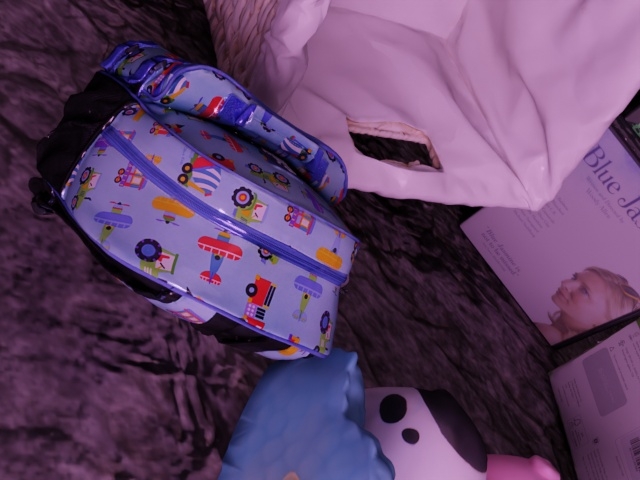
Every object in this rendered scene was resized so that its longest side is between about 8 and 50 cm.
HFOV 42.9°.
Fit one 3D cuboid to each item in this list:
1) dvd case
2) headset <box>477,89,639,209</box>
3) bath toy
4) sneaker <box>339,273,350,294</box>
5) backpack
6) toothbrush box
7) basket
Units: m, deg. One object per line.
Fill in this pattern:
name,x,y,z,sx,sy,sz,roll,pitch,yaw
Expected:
dvd case,0.265,0.003,0.826,0.022,0.253,0.180,-33,84,-33
headset,0.277,-0.130,1.024,0.185,0.243,0.394,57,4,-4
bath toy,0.109,0.182,0.469,0.348,0.129,0.151,30,67,-33
sneaker,0.000,0.000,0.637,0.069,0.038,0.098,24,46,-44
backpack,-0.052,-0.018,0.423,0.158,0.116,0.173,31,2,-34
toothbrush box,0.377,0.243,0.810,0.283,0.122,0.206,39,29,-25
basket,0.100,-0.237,0.685,0.329,0.331,0.266,5,45,-27
